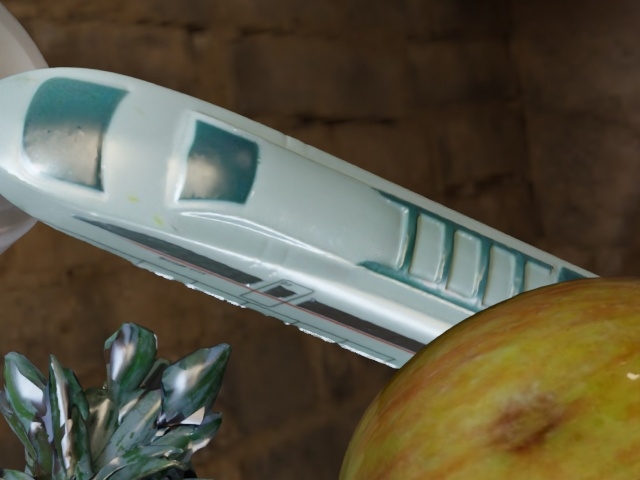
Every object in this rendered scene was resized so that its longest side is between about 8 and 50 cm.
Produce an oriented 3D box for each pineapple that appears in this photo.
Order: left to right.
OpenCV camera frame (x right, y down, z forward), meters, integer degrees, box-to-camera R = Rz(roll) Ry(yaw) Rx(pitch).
[{"bbox_3d":[-0.050,0.095,0.531,0.221,0.083,0.103,-132,58,-69],"label":"pineapple"}]

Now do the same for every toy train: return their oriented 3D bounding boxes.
[{"bbox_3d":[0.000,0.000,1.073,0.407,0.088,0.086,23,-111,-29],"label":"toy train"}]

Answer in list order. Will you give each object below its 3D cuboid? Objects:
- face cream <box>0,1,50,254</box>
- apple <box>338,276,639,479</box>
[{"bbox_3d":[-0.354,-0.049,1.164,0.312,0.357,0.219,10,-108,-61],"label":"face cream"},{"bbox_3d":[0.134,0.138,0.784,0.264,0.264,0.264,-6,-90,-68],"label":"apple"}]
